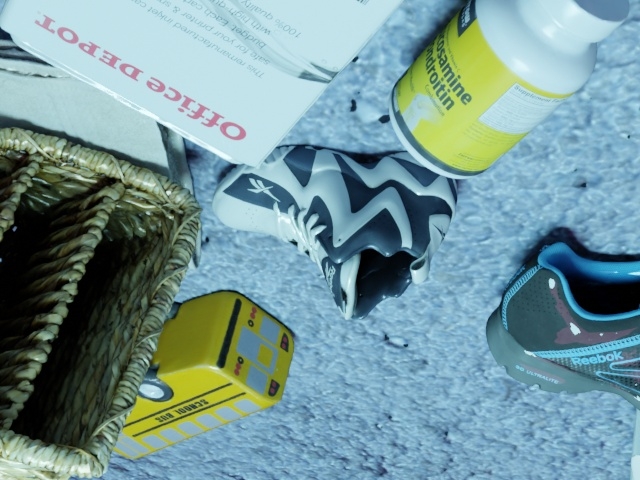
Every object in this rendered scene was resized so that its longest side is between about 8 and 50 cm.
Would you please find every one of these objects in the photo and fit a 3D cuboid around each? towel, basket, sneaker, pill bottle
[{"bbox_3d":[-0.221,-0.076,1.010,0.187,0.049,0.282,8,141,10],"label":"towel"},{"bbox_3d":[-0.271,0.043,0.893,0.223,0.299,0.213,-21,128,40],"label":"basket"},{"bbox_3d":[0.334,0.099,0.988,0.340,0.125,0.140,12,136,-1],"label":"sneaker"},{"bbox_3d":[0.000,0.000,0.947,0.234,0.153,0.094,4,138,12],"label":"sneaker"},{"bbox_3d":[0.138,-0.133,0.787,0.103,0.103,0.184,28,138,-16],"label":"pill bottle"}]

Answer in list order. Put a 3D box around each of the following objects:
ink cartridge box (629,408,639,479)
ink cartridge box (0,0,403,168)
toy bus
[{"bbox_3d":[0.457,0.289,1.171,0.207,0.119,0.353,1,139,21],"label":"ink cartridge box"},{"bbox_3d":[-0.056,-0.220,0.722,0.223,0.129,0.307,29,139,-17],"label":"ink cartridge box"},{"bbox_3d":[-0.193,0.169,1.242,0.130,0.108,0.332,38,135,-28],"label":"toy bus"}]
